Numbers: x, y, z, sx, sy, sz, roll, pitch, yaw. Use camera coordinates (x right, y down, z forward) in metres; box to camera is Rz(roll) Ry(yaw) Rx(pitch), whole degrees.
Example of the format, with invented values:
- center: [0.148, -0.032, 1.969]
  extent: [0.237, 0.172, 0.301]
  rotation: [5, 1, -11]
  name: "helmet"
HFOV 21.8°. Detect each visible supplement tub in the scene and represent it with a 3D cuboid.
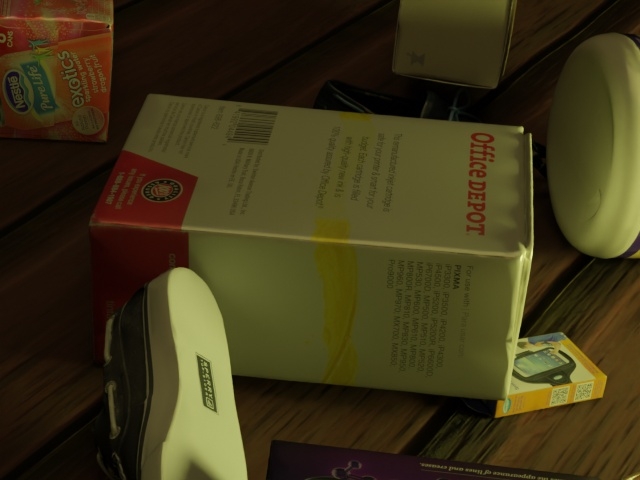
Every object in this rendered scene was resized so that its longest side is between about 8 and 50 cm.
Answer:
- center: [0.433, -0.098, 1.783]
  extent: [0.331, 0.241, 0.241]
  rotation: [1, 30, -13]
  name: "supplement tub"

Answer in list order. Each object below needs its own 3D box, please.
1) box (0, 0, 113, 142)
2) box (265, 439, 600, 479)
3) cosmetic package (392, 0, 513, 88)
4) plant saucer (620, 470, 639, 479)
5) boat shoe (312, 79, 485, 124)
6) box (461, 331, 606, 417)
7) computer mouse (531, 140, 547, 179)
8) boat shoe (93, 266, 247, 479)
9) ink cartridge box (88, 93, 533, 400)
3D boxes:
- center: [-0.317, -0.250, 1.952]
  extent: [0.142, 0.154, 0.300]
  rotation: [3, 31, -10]
  name: "box"
- center: [0.083, 0.253, 1.231]
  extent: [0.261, 0.103, 0.184]
  rotation: [7, 32, -3]
  name: "box"
- center: [0.171, -0.273, 2.027]
  extent: [0.129, 0.153, 0.296]
  rotation: [10, 11, 7]
  name: "cosmetic package"
- center: [0.321, 0.256, 1.345]
  extent: [0.199, 0.036, 0.198]
  rotation: [6, 30, -4]
  name: "plant saucer"
- center: [0.118, -0.127, 1.906]
  extent: [0.258, 0.089, 0.109]
  rotation: [6, 29, -7]
  name: "boat shoe"
- center: [0.188, 0.125, 1.549]
  extent: [0.136, 0.028, 0.081]
  rotation: [-6, 32, -26]
  name: "box"
- center: [0.223, -0.091, 1.836]
  extent: [0.242, 0.041, 0.071]
  rotation: [2, 58, -52]
  name: "computer mouse"
- center: [-0.133, 0.158, 1.343]
  extent: [0.108, 0.102, 0.301]
  rotation: [39, 31, -42]
  name: "boat shoe"
- center: [0.000, 0.000, 1.562]
  extent: [0.385, 0.160, 0.279]
  rotation: [5, 29, 5]
  name: "ink cartridge box"
